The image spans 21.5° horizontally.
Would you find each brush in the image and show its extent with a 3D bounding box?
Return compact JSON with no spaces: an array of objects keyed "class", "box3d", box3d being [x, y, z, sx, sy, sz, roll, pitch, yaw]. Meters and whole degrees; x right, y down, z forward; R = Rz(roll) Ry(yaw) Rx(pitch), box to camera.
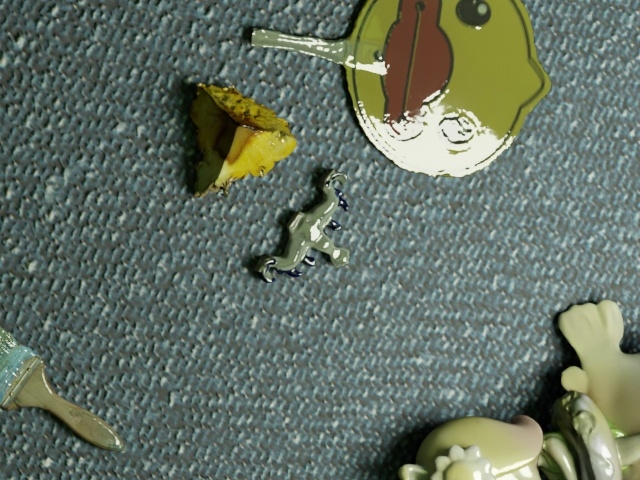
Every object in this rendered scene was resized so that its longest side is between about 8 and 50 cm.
[{"class":"brush","box3d":[-0.266,0.152,1.621,0.196,0.021,0.070,36,85,-18]}]

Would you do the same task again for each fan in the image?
[{"class":"fan","box3d":[0.087,-0.185,1.717,0.335,0.011,0.229,8,92,-21]}]

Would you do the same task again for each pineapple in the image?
[{"class":"pineapple","box3d":[-0.087,-0.086,1.638,0.114,0.077,0.114,25,100,-15]}]

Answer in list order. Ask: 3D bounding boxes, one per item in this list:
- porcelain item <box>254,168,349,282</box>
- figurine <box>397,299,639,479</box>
[{"class":"porcelain item","box3d":[0.000,0.000,1.697,0.075,0.021,0.136,39,82,-17]},{"class":"figurine","box3d":[0.266,0.199,1.747,0.394,0.226,0.274,-11,67,-7]}]
